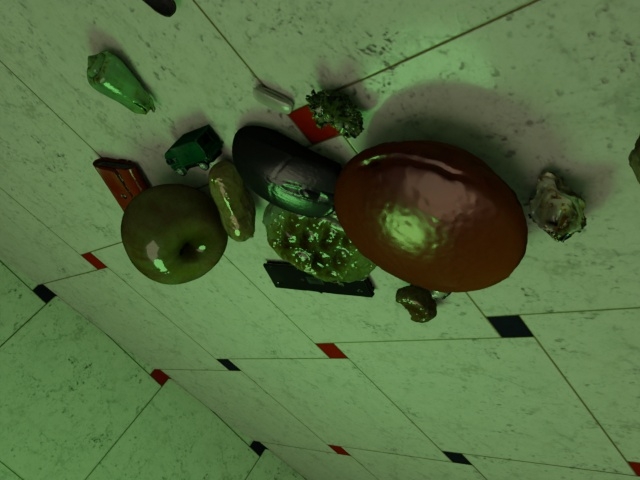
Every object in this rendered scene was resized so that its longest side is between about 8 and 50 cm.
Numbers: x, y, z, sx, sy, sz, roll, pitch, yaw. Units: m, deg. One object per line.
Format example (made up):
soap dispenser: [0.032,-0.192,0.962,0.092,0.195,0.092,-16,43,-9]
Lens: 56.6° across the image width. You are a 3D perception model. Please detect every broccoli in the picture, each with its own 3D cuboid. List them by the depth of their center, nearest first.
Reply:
broccoli: [0.025,-0.222,1.050,0.095,0.092,0.096,-4,118,22]

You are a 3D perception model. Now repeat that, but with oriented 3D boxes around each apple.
apple: [-0.367,-0.022,1.485,0.234,0.257,0.256,40,163,48]

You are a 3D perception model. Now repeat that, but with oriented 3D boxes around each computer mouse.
computer mouse: [-0.078,-0.136,1.209,0.270,0.086,0.137,29,131,9]

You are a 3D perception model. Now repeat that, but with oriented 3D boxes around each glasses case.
glasses case: [-0.091,-0.268,1.133,0.083,0.021,0.032,26,149,6]

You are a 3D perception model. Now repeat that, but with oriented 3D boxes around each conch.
conch: [-0.432,-0.328,1.268,0.106,0.079,0.170,13,153,49]

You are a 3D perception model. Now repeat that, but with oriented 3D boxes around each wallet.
wallet: [-0.516,-0.132,1.614,0.142,0.045,0.204,11,142,26]

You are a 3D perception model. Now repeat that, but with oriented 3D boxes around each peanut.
peanut: [-0.207,-0.091,1.386,0.100,0.099,0.214,6,136,31]

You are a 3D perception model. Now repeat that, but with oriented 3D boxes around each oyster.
oyster: [0.411,-0.053,1.021,0.103,0.051,0.148,35,151,25]

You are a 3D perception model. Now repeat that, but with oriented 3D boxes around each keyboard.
keyboard: [-0.007,0.100,1.563,0.317,0.027,0.106,3,135,34]

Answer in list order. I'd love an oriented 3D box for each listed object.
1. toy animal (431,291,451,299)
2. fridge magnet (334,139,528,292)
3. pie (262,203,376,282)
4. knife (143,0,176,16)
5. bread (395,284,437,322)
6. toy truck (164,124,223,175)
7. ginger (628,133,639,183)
toy animal: [0.237,0.068,1.295,0.124,0.071,0.085,34,147,-7]
fridge magnet: [0.198,-0.042,1.096,0.364,0.155,0.363,19,144,14]
pie: [0.000,0.000,1.371,0.307,0.071,0.306,21,143,17]
knife: [-0.354,-0.493,1.003,0.123,0.053,0.278,-45,119,12]
bread: [0.236,0.148,1.414,0.082,0.060,0.113,-1,138,39]
toy truck: [-0.287,-0.197,1.337,0.147,0.065,0.079,-9,129,43]
ginger: [0.525,-0.167,0.688,0.256,0.176,0.375,2,140,8]
